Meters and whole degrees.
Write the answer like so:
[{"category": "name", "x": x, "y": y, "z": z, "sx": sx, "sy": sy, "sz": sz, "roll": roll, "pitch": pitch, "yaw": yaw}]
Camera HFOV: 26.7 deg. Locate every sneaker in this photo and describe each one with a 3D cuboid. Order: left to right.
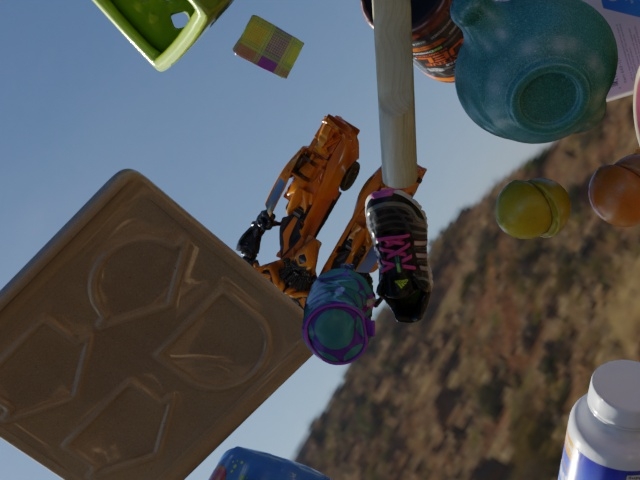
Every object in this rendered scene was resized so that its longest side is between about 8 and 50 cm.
[{"category": "sneaker", "x": 0.085, "y": 0.022, "z": 1.425, "sx": 0.075, "sy": 0.063, "sz": 0.170, "roll": -84, "pitch": -17, "yaw": -47}]

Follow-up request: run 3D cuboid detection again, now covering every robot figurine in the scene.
[{"category": "robot figurine", "x": 0.000, "y": 0.000, "z": 1.703, "sx": 0.291, "sy": 0.211, "sz": 0.085, "roll": -62, "pitch": -19, "yaw": 12}]

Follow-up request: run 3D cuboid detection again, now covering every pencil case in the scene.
[{"category": "pencil case", "x": 0.019, "y": 0.071, "z": 1.306, "sx": 0.152, "sy": 0.070, "sz": 0.065, "roll": -76, "pitch": -18, "yaw": -77}]

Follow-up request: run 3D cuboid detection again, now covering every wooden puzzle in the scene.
[{"category": "wooden puzzle", "x": -0.209, "y": 0.117, "z": 1.477, "sx": 0.322, "sy": 0.348, "sz": 0.080, "roll": -44, "pitch": 35, "yaw": 7}]

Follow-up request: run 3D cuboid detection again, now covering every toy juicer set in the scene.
[{"category": "toy juicer set", "x": 0.165, "y": -0.106, "z": 1.114, "sx": 0.089, "sy": 0.329, "sz": 0.209, "roll": -99, "pitch": 24, "yaw": -54}]

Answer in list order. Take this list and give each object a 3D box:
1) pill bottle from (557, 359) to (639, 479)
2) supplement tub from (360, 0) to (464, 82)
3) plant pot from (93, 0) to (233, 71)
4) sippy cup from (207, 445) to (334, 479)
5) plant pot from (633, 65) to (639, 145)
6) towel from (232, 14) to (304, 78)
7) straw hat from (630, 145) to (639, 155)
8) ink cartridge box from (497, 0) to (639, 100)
[{"category": "pill bottle", "x": 0.430, "y": 0.312, "z": 1.970, "sx": 0.152, "sy": 0.152, "sz": 0.272, "roll": -51, "pitch": -30, "yaw": -48}, {"category": "supplement tub", "x": 0.128, "y": -0.234, "z": 1.446, "sx": 0.106, "sy": 0.106, "sz": 0.198, "roll": -61, "pitch": -31, "yaw": 2}, {"category": "plant pot", "x": -0.154, "y": -0.352, "z": 1.469, "sx": 0.207, "sy": 0.227, "sz": 0.228, "roll": -45, "pitch": 8, "yaw": -21}, {"category": "sippy cup", "x": -0.080, "y": 0.392, "z": 1.725, "sx": 0.240, "sy": 0.305, "sz": 0.224, "roll": 142, "pitch": 149, "yaw": -72}, {"category": "plant pot", "x": 0.461, "y": -0.153, "z": 1.523, "sx": 0.201, "sy": 0.180, "sz": 0.201, "roll": 176, "pitch": 90, "yaw": -84}, {"category": "towel", "x": -0.070, "y": -0.262, "z": 1.823, "sx": 0.060, "sy": 0.083, "sz": 0.009, "roll": -62, "pitch": 8, "yaw": 8}, {"category": "straw hat", "x": 0.444, "y": -0.060, "z": 1.783, "sx": 0.144, "sy": 0.144, "sz": 0.061, "roll": -56, "pitch": 9, "yaw": -29}, {"category": "ink cartridge box", "x": 0.352, "y": -0.264, "z": 1.775, "sx": 0.232, "sy": 0.171, "sz": 0.168, "roll": -14, "pitch": 3, "yaw": 35}]
